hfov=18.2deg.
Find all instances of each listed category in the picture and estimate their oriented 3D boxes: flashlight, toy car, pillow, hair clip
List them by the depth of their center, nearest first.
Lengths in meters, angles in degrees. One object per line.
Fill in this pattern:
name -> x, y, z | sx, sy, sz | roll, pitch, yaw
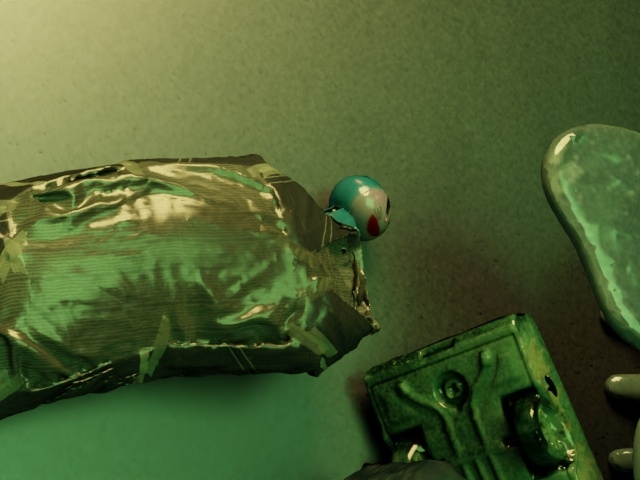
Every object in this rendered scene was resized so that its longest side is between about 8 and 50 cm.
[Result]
pillow -> -0.114, 0.028, 1.318 | 0.335, 0.092, 0.161 | -7, 82, -28
toy car -> 0.156, 0.215, 1.422 | 0.097, 0.141, 0.321 | -24, 91, -61
flashlight -> 0.000, 0.000, 1.443 | 0.129, 0.051, 0.051 | -39, 98, -27
hair clip -> 0.332, 0.100, 1.481 | 0.392, 0.238, 0.318 | 0, 75, -10

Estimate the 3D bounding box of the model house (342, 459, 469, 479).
model house -> 0.018, 0.317, 1.283 | 0.291, 0.184, 0.253 | -32, 94, -22
